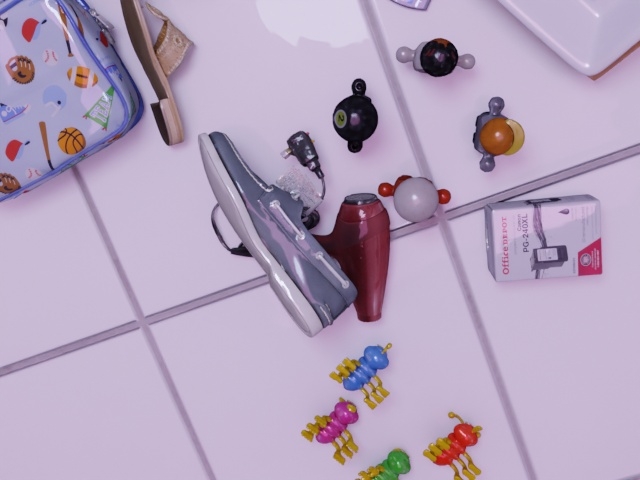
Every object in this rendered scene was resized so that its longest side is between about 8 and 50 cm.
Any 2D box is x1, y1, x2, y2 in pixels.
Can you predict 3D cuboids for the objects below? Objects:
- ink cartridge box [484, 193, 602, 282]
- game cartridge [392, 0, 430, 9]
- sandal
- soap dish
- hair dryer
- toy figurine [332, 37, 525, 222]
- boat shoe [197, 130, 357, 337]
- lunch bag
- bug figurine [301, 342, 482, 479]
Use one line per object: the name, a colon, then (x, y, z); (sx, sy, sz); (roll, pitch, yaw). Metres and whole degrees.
ink cartridge box: (0.317, -0.003, 1.012); (0.150, 0.063, 0.109); (-5, 102, 6)
game cartridge: (0.117, -0.354, 0.977); (0.083, 0.017, 0.056); (24, 107, 0)
sandal: (-0.216, -0.261, 1.011); (0.079, 0.088, 0.240); (-21, 110, -22)
soap dish: (0.316, -0.366, 0.859); (0.291, 0.118, 0.229); (39, 144, -5)
hair dryer: (0.000, 0.000, 1.053); (0.293, 0.080, 0.223); (48, 118, 0)
toy figurine: (0.141, -0.153, 0.951); (0.209, 0.148, 0.213); (-34, 97, 12)
boat shoe: (-0.061, -0.023, 0.987); (0.099, 0.116, 0.319); (-31, 89, -15)
lunch bag: (-0.415, -0.211, 0.996); (0.303, 0.115, 0.243); (-28, 107, 10)
bug figurine: (0.104, 0.288, 1.093); (0.279, 0.072, 0.216); (42, 109, -9)
